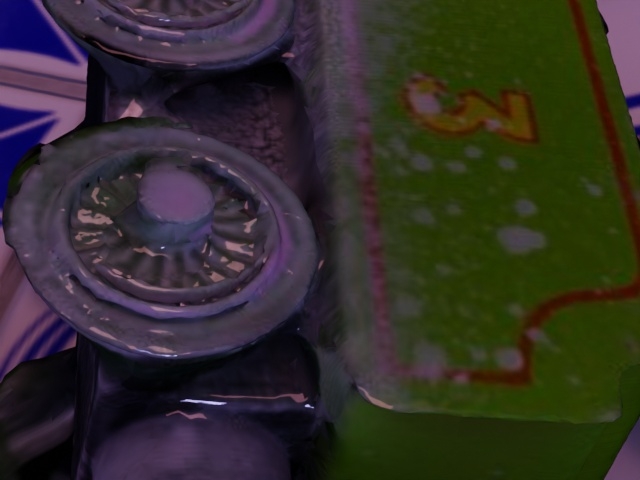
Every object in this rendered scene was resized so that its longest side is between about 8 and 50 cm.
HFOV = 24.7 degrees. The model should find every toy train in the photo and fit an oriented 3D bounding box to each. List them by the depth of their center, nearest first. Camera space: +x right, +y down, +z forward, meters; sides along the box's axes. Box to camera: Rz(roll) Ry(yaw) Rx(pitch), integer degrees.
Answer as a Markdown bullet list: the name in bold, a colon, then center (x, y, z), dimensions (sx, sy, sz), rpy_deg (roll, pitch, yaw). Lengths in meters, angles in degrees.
- **toy train**: center (0.000, 0.000, 0.569), dimensions (0.248, 0.173, 0.307), rpy_deg (6, 46, -10)

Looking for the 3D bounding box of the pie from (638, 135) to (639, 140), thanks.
- **pie**: center (0.265, 0.025, 0.614), dimensions (0.337, 0.075, 0.338), rpy_deg (1, 47, -1)
